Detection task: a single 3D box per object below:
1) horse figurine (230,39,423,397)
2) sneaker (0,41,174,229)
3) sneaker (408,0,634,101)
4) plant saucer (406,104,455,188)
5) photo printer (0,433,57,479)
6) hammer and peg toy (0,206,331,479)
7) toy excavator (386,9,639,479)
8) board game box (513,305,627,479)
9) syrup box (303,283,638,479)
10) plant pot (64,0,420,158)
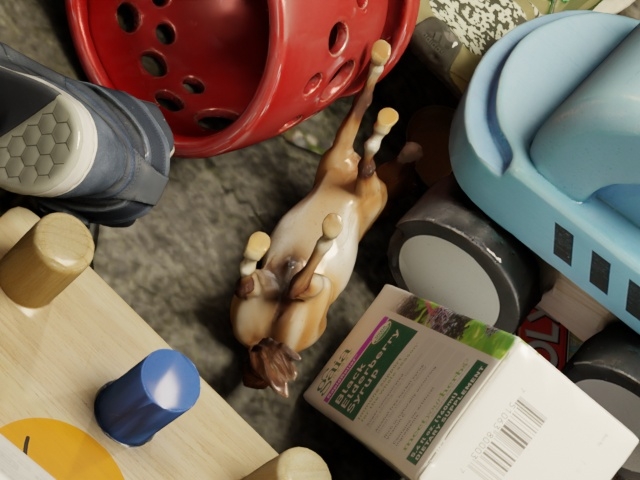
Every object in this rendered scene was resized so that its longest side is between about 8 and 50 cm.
[{"bbox_3d":[0.000,0.000,1.062,0.066,0.174,0.263,24,57,7],"label":"horse figurine"},{"bbox_3d":[-0.191,-0.080,1.006,0.226,0.086,0.163,32,8,23],"label":"sneaker"},{"bbox_3d":[0.180,-0.233,1.260,0.158,0.182,0.410,48,38,0],"label":"sneaker"},{"bbox_3d":[0.094,-0.060,1.239,0.083,0.015,0.083,17,56,-27],"label":"plant saucer"},{"bbox_3d":[-0.227,0.208,0.704,0.256,0.107,0.307,41,90,-6],"label":"photo printer"},{"bbox_3d":[-0.105,0.174,0.891,0.361,0.127,0.266,45,46,-6],"label":"hammer and peg toy"},{"bbox_3d":[0.292,-0.034,0.973,0.433,0.445,0.222,39,57,12],"label":"toy excavator"},{"bbox_3d":[0.197,0.129,1.143,0.213,0.046,0.317,14,56,-8],"label":"board game box"},{"bbox_3d":[0.078,0.102,0.982,0.096,0.237,0.093,39,85,-16],"label":"syrup box"},{"bbox_3d":[-0.041,-0.160,1.087,0.174,0.191,0.191,-18,76,-47],"label":"plant pot"}]
